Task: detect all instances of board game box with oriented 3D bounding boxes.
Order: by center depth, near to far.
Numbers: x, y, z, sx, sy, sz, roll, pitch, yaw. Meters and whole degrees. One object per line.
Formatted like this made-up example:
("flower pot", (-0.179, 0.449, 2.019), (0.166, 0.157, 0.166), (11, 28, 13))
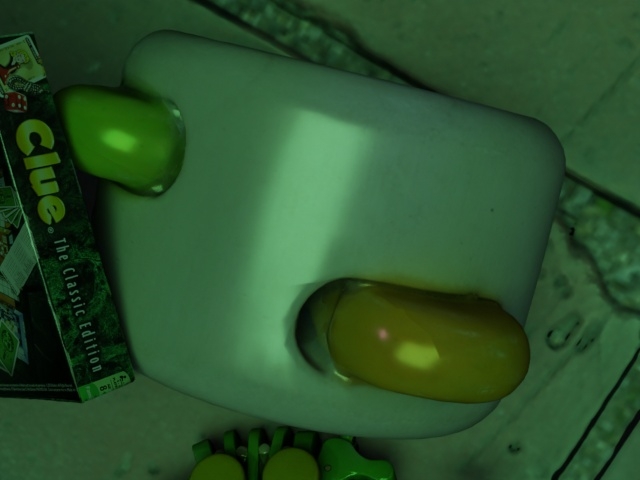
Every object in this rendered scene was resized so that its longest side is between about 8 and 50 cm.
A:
("board game box", (-0.169, 0.004, 0.504), (0.260, 0.030, 0.136), (-9, 101, 54))

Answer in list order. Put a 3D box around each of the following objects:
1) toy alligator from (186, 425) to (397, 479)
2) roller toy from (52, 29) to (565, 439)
("toy alligator", (-0.002, 0.118, 0.572), (0.190, 0.056, 0.051), (-6, 55, 9))
("roller toy", (0.000, 0.000, 0.483), (0.209, 0.191, 0.146), (16, 99, 17))
